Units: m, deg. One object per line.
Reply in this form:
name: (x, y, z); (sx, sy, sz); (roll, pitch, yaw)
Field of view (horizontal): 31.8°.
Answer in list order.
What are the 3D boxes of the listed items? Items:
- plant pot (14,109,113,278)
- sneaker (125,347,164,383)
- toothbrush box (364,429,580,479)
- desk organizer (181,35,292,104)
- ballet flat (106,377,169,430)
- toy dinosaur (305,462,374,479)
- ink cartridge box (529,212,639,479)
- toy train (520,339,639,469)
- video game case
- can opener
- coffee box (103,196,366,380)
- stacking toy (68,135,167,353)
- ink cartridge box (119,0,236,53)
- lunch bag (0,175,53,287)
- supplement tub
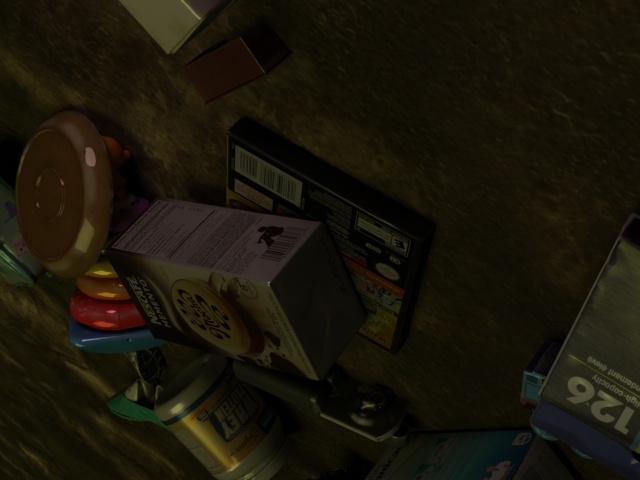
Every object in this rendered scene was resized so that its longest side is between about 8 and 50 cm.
plant pot: (-0.366, -0.064, 1.564); (0.236, 0.032, 0.236); (2, 93, 46)
sneaker: (-0.317, 0.187, 1.946); (0.058, 0.052, 0.135); (14, 132, 52)
toothbrush box: (0.222, 0.375, 1.517); (0.216, 0.126, 0.295); (51, 146, -15)
desk organizer: (-0.096, -0.198, 1.248); (0.130, 0.047, 0.050); (-14, 116, 53)
ballet flat: (-0.290, 0.286, 2.015); (0.247, 0.083, 0.087); (13, 113, 37)
toy dinosaur: (0.016, 0.471, 1.788); (0.322, 0.164, 0.218); (-4, 152, -12)
ink cartridge box: (0.376, 0.169, 1.100); (0.304, 0.072, 0.307); (29, 128, 17)
toy train: (0.309, 0.187, 1.251); (0.184, 0.080, 0.105); (20, 135, 29)
video game case: (0.000, 0.000, 1.394); (0.275, 0.035, 0.248); (30, 146, 16)
can opener: (0.002, 0.229, 1.625); (0.283, 0.076, 0.095); (19, 140, 34)
coffee box: (-0.111, 0.056, 1.430); (0.297, 0.119, 0.168); (9, 136, 40)
stacking toy: (-0.291, -0.007, 1.603); (0.166, 0.175, 0.301); (-109, 12, -66)
ink cartridge box: (-0.154, -0.307, 1.086); (0.203, 0.148, 0.086); (46, 146, -9)
lunch bag: (-0.521, -0.020, 1.802); (0.224, 0.108, 0.279); (49, 163, -14)
supplement tub: (-0.152, 0.291, 1.796); (0.199, 0.144, 0.144); (49, 147, -12)
